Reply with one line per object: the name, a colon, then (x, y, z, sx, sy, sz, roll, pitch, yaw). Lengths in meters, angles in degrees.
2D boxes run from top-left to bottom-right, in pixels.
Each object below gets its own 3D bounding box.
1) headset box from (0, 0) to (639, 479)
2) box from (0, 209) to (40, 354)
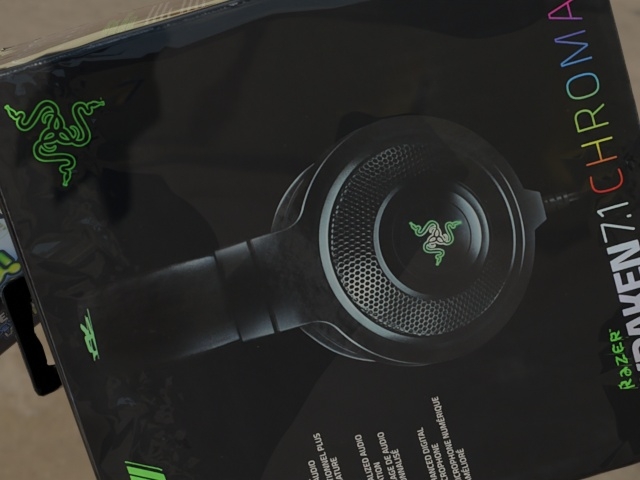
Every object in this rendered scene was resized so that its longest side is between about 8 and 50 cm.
headset box: (0.000, 0.000, 0.724, 0.283, 0.246, 0.131, -16, 13, 0)
box: (-0.192, 0.012, 0.849, 0.207, 0.036, 0.114, -40, 52, -19)
